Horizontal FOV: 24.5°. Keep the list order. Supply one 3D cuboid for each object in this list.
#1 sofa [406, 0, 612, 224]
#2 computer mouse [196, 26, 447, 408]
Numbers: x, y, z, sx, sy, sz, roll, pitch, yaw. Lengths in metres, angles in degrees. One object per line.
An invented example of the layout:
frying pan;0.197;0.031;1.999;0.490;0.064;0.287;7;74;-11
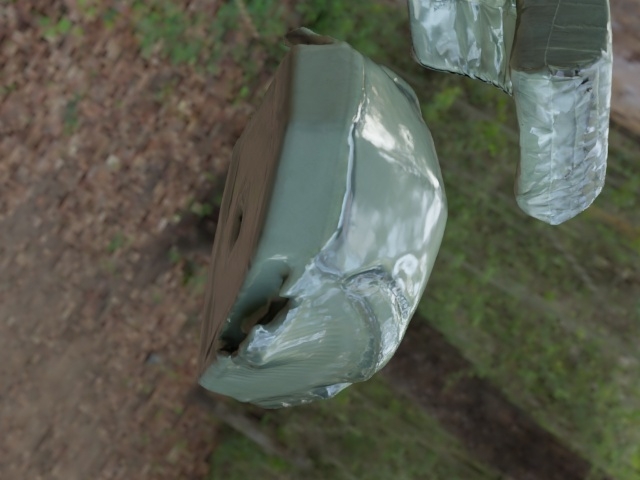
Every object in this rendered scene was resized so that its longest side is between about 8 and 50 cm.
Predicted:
sofa;0.154;-0.157;1.256;0.210;0.176;0.225;79;13;-56
computer mouse;0.003;0.001;1.068;0.429;0.146;0.228;128;-31;-70
